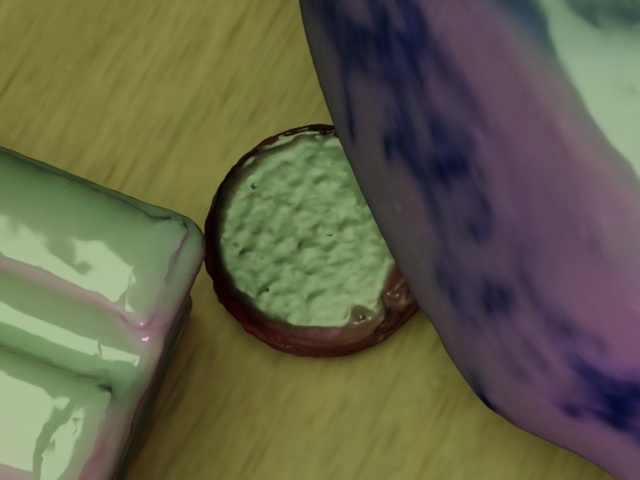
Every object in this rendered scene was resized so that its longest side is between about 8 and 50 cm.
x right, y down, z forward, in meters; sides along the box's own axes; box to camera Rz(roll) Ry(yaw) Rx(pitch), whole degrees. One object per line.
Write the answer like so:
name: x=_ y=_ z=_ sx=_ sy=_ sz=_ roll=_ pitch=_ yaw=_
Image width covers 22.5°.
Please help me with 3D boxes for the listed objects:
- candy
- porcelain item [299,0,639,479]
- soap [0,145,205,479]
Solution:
candy: x=0.000 y=0.000 z=0.697 sx=0.103 sy=0.043 sz=0.103 roll=-2 pitch=74 yaw=8
porcelain item: x=0.120 y=-0.055 z=0.593 sx=0.178 sy=0.242 sz=0.405 roll=-23 pitch=77 yaw=-21
soap: x=-0.295 y=0.043 z=0.613 sx=0.446 sy=0.156 sz=0.261 roll=21 pitch=75 yaw=-3
